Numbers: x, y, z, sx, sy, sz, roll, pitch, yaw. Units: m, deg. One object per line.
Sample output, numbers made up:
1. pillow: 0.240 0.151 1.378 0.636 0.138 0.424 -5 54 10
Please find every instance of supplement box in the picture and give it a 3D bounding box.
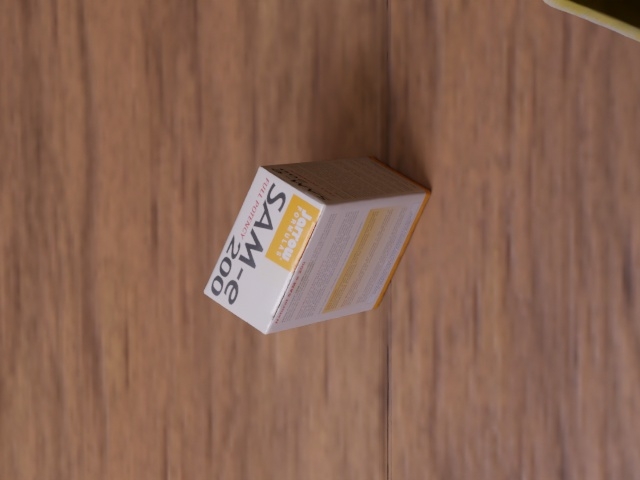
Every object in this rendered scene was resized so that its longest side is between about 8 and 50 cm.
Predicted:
1. supplement box: 0.000 0.000 0.842 0.036 0.098 0.062 32 108 23

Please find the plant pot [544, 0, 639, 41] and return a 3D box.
1. plant pot: 0.162 -0.198 0.685 0.212 0.212 0.187 -39 63 26
